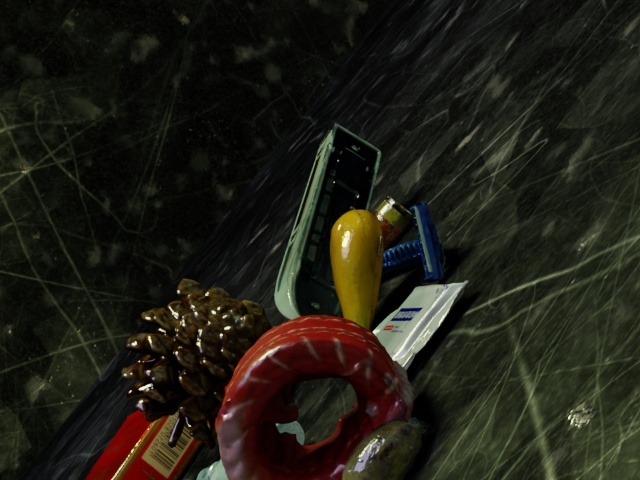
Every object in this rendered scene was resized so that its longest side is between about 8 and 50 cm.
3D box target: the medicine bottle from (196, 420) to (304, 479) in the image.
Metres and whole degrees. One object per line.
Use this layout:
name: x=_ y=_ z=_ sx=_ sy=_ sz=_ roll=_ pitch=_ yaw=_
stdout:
medicine bottle: x=-0.089 y=0.267 z=1.677 sx=0.090 sy=0.053 sz=0.208 roll=-57 pitch=11 yaw=-32

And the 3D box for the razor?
razor: x=0.102 y=0.021 z=1.800 sx=0.056 sy=0.093 sz=0.324 roll=-11 pitch=-5 yaw=-16

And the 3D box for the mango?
mango: x=0.045 y=0.040 z=1.754 sx=0.101 sy=0.066 sz=0.187 roll=102 pitch=167 yaw=-66

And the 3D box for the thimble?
thimble: x=-0.012 y=0.166 z=1.386 sx=0.189 sy=0.163 sz=0.125 roll=-41 pitch=8 yaw=6

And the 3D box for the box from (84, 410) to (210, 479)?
box: x=-0.296 y=0.377 z=2.087 sx=0.197 sy=0.089 sz=0.313 roll=-33 pitch=18 yaw=54

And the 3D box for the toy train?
toy train: x=0.000 y=0.000 z=1.942 sx=0.088 sy=0.086 sz=0.407 roll=-48 pitch=16 yaw=38

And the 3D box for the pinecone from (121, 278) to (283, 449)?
pinecone: x=-0.158 y=0.172 z=1.894 sx=0.229 sy=0.202 sz=0.201 roll=-9 pitch=-63 yaw=-48

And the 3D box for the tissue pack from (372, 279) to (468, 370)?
tissue pack: x=0.096 y=0.096 z=1.581 sx=0.122 sy=0.026 sz=0.193 roll=-51 pitch=10 yaw=-12

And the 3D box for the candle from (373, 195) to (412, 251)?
candle: x=0.073 y=0.001 z=1.991 sx=0.131 sy=0.052 sz=0.052 roll=-50 pitch=9 yaw=4

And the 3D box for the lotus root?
lotus root: x=0.059 y=0.196 z=1.299 sx=0.099 sy=0.049 sz=0.054 roll=-45 pitch=7 yaw=-12
